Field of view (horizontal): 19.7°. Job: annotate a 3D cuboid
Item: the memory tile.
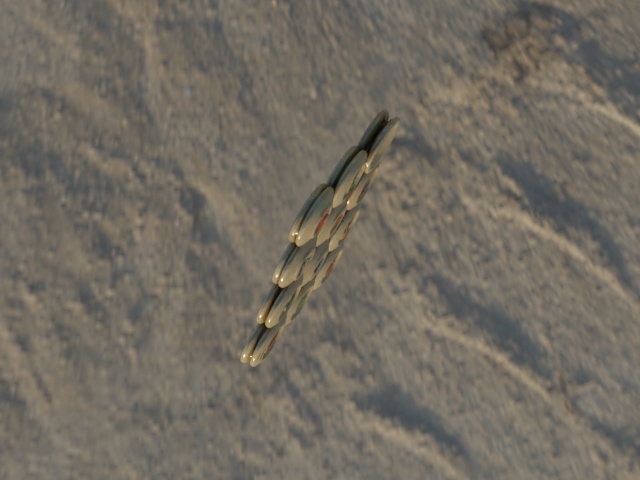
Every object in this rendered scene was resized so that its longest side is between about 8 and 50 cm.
[{"bbox_3d":[0.000,0.000,1.056,0.012,0.113,0.148,31,137,9],"label":"memory tile"}]
